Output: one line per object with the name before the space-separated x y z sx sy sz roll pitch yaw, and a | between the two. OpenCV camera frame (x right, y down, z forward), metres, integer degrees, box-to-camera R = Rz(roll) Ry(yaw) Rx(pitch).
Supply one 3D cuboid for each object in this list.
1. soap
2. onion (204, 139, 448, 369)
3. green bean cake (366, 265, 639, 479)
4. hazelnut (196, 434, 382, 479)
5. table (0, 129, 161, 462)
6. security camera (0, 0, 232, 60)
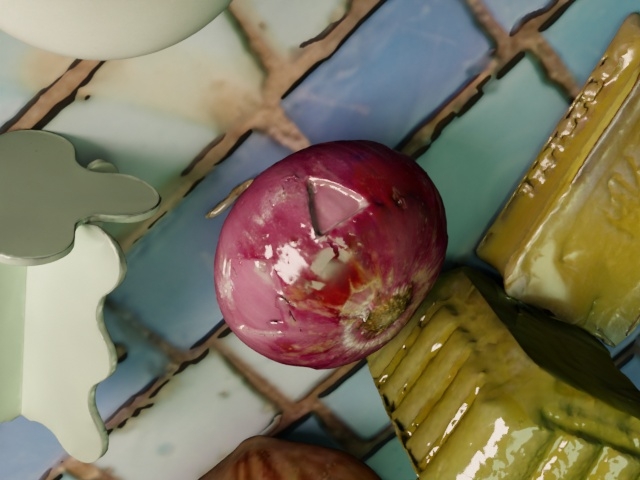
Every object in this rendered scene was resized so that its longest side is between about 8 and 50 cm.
soap | 0.241 -0.042 0.798 0.135 0.076 0.233 25 104 -23
onion | 0.007 0.007 0.724 0.177 0.153 0.177 -10 151 -6
green bean cake | 0.170 0.137 0.776 0.233 0.236 0.124 27 105 -21
hazelnut | -0.020 0.266 0.835 0.210 0.210 0.186 -34 141 4
table | -0.203 0.049 0.701 0.166 0.166 0.198 3 122 -15
security camera | -0.125 -0.192 0.555 0.195 0.236 0.194 -4 116 -9
